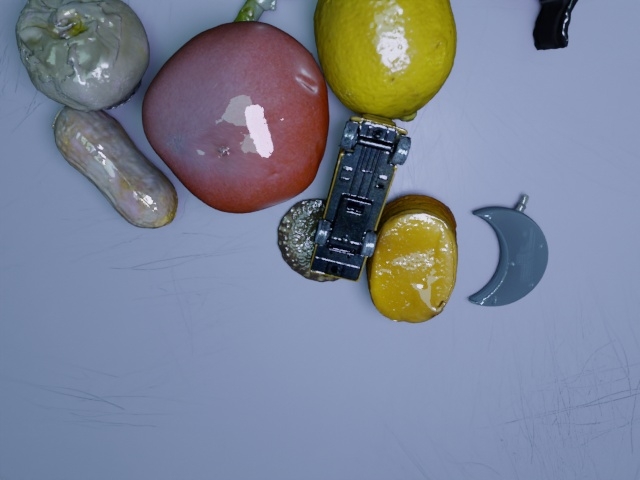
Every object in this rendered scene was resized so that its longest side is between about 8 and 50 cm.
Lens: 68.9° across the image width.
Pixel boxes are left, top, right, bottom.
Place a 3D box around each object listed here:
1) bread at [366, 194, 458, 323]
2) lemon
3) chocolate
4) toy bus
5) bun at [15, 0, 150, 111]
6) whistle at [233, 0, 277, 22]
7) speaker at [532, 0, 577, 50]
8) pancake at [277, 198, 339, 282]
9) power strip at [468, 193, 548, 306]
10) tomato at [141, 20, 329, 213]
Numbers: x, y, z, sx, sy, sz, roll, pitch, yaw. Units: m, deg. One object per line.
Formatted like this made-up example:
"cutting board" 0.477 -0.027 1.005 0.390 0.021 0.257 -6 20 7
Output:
"bread" 0.193 0.041 0.986 0.196 0.142 0.269 7 108 9
"lemon" 0.112 -0.366 0.832 0.246 0.245 0.319 -18 108 6
"chocolate" -0.419 -0.150 0.957 0.134 0.134 0.309 -38 99 10
"toy bus" 0.068 -0.080 0.910 0.121 0.123 0.335 14 120 -2
"bun" -0.445 -0.368 0.871 0.240 0.141 0.238 2 76 -6
"whistle" -0.099 -0.491 0.905 0.104 0.057 0.198 36 110 -13
"speaker" 0.322 -0.529 0.821 0.389 0.180 0.184 32 108 -7
"pancake" 0.000 0.000 1.043 0.200 0.021 0.199 0 104 1
"power strip" 0.411 0.023 1.023 0.168 0.054 0.253 0 105 -1
"tomato" -0.142 -0.218 0.848 0.342 0.272 0.340 6 114 14
